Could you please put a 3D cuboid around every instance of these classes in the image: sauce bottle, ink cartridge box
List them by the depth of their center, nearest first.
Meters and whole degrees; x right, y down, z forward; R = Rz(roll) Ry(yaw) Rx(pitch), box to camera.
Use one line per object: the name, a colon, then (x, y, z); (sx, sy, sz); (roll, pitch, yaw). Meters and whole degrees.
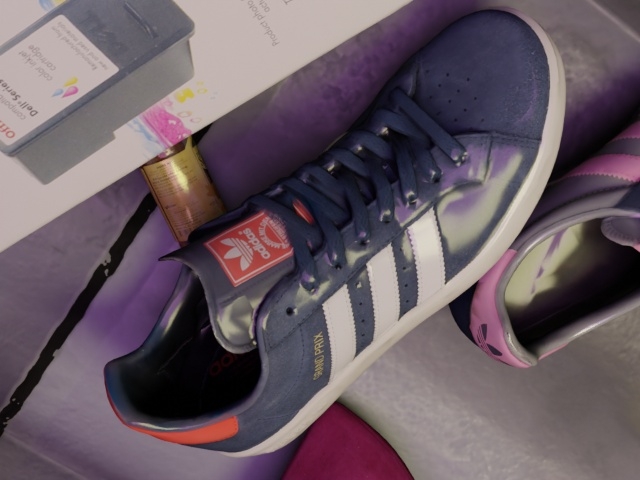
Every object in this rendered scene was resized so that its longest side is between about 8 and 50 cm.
ink cartridge box: (-0.123, -0.133, 0.433); (0.353, 0.207, 0.119); (-29, 131, 9)
sauce bottle: (-0.099, -0.054, 0.560); (0.042, 0.042, 0.128); (-20, 112, 5)

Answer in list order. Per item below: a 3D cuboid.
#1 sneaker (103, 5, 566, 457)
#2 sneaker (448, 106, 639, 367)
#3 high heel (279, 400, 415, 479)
sneaker: (0.000, 0.000, 0.512); (0.148, 0.131, 0.350); (18, 114, -51)
sneaker: (0.224, -0.025, 0.538); (0.319, 0.131, 0.112); (-39, 107, 11)
high heel: (-0.071, 0.286, 0.680); (0.377, 0.127, 0.181); (-35, 80, 14)
